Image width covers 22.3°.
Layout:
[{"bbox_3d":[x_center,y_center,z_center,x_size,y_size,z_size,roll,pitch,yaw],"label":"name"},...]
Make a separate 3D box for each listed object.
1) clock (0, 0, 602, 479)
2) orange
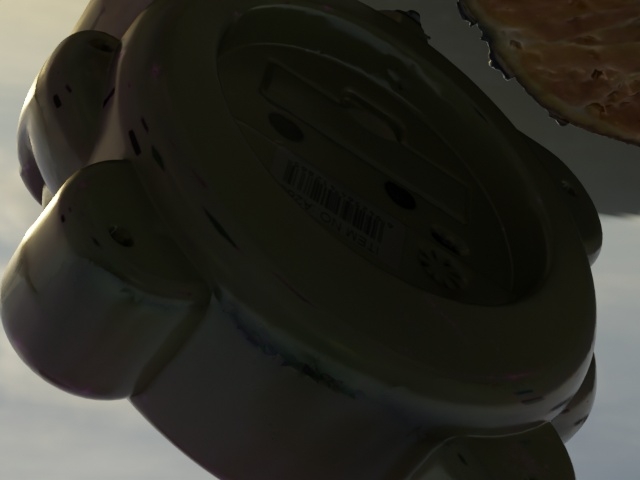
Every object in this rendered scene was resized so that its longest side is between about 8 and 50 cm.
[{"bbox_3d":[0.000,0.000,0.716,0.284,0.114,0.309,34,-151,-13],"label":"clock"},{"bbox_3d":[0.220,-0.176,1.014,0.274,0.274,0.310,16,-170,33],"label":"orange"}]
